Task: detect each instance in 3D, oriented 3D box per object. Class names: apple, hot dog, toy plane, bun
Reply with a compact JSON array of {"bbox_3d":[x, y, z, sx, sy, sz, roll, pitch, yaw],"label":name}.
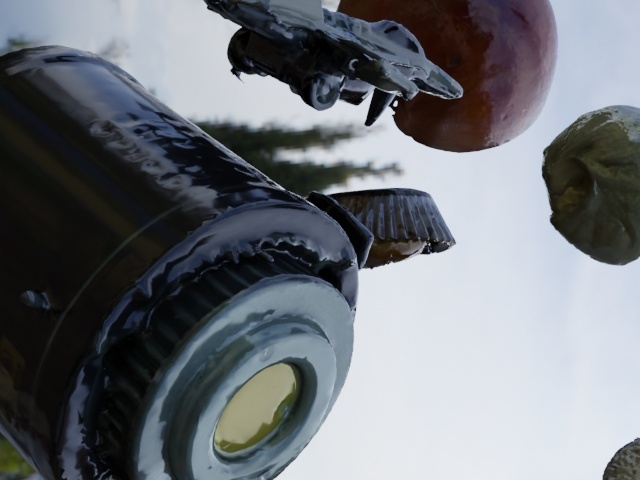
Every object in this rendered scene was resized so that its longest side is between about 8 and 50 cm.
[{"bbox_3d":[0.161,-0.271,1.669,0.293,0.251,0.163,38,-32,17],"label":"apple"},{"bbox_3d":[0.000,0.000,1.091,0.253,0.131,0.069,-8,-96,51],"label":"hot dog"},{"bbox_3d":[0.012,-0.115,0.858,0.192,0.262,0.088,31,-88,39],"label":"toy plane"},{"bbox_3d":[0.148,-0.028,0.700,0.086,0.055,0.086,12,-73,42],"label":"bun"}]

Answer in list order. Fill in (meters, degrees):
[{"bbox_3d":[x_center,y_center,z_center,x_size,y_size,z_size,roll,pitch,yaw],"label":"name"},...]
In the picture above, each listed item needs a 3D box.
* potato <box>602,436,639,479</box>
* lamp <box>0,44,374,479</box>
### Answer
[{"bbox_3d":[0.409,0.298,1.453,0.182,0.202,0.117,-118,-166,-58],"label":"potato"},{"bbox_3d":[-0.121,0.026,0.751,0.272,0.374,0.205,48,-58,53],"label":"lamp"}]
